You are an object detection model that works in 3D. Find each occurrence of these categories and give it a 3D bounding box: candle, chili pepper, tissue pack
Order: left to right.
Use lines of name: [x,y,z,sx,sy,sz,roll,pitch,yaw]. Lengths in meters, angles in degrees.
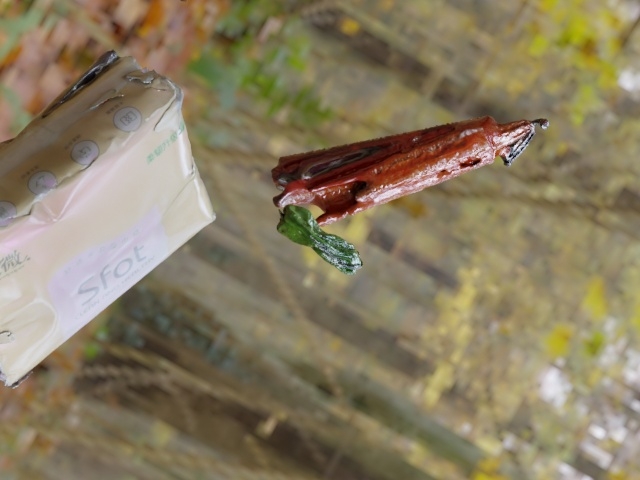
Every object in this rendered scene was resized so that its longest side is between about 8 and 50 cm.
tissue pack: [-0.229,-0.022,1.769,0.256,0.123,0.215,-39,147,-18]
chili pepper: [0.001,0.000,1.627,0.034,0.091,0.030,-8,-127,59]
candle: [0.093,-0.085,2.102,0.301,0.084,0.059,-17,177,4]
